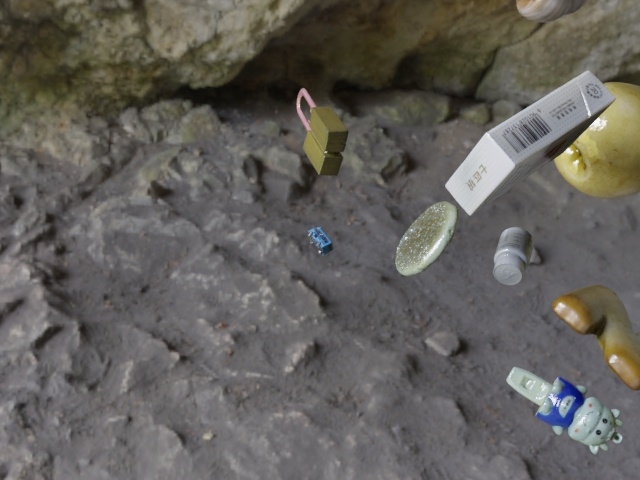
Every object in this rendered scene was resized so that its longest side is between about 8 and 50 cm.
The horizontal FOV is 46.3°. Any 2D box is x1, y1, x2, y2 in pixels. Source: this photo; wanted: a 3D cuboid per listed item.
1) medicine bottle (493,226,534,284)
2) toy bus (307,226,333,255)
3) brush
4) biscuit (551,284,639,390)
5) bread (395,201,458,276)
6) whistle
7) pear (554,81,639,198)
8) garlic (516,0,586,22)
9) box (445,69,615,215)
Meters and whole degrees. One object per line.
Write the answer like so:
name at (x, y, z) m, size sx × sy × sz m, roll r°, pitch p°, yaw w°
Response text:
medicine bottle at (0.443, 0.037, 1.726) m, size 0.080 × 0.080 × 0.130 m, roll 16°, pitch 44°, yaw 13°
toy bus at (0.000, 0.000, 2.074) m, size 0.046 × 0.038 × 0.083 m, roll -29°, pitch 48°, yaw -11°
brush at (-0.013, -0.238, 1.527) m, size 0.047 × 0.103 × 0.233 m, roll -3°, pitch 39°, yaw -24°
biscuit at (0.607, 0.188, 1.542) m, size 0.290 × 0.062 × 0.237 m, roll -2°, pitch 47°, yaw -53°
bread at (0.312, -0.011, 2.230) m, size 0.040 × 0.267 × 0.267 m, roll 35°, pitch 16°, yaw -17°
whistle at (0.487, 0.331, 1.494) m, size 0.244 × 0.110 × 0.092 m, roll 32°, pitch -4°, yaw 19°
pear at (0.746, -0.254, 1.896) m, size 0.309 × 0.309 × 0.309 m, roll 9°, pitch 22°, yaw -4°
garlic at (0.452, -0.575, 1.543) m, size 0.256 × 0.207 × 0.207 m, roll 23°, pitch 23°, yaw 0°
box at (0.437, -0.205, 1.566) m, size 0.330 × 0.210 × 0.095 m, roll -33°, pitch 77°, yaw -27°
